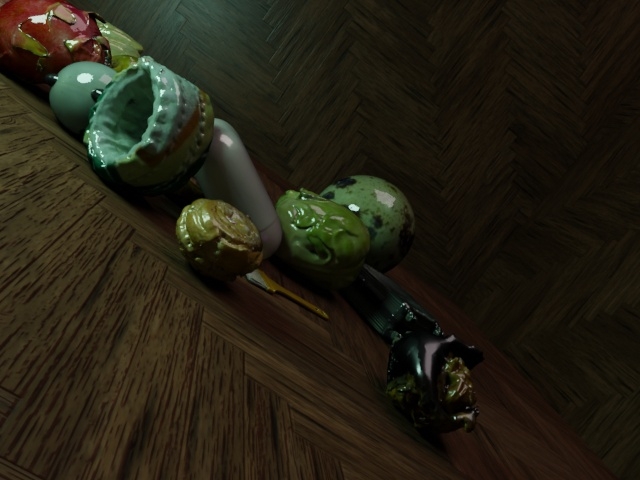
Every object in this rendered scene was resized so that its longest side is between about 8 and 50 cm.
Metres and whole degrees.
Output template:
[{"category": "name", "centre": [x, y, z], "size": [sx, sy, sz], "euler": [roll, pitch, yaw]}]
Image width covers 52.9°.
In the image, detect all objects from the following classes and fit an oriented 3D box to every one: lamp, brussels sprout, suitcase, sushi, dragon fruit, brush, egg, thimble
[{"category": "lamp", "centre": [-0.540, -0.325, 1.559], "size": [0.198, 0.197, 0.244], "euler": [39, -7, 16]}, {"category": "brussels sprout", "centre": [0.000, 0.000, 1.833], "size": [0.328, 0.247, 0.328], "euler": [21, 6, -2]}, {"category": "suitcase", "centre": [0.211, 0.206, 1.935], "size": [0.202, 0.128, 0.312], "euler": [31, 10, -40]}, {"category": "sushi", "centre": [0.236, 0.302, 1.331], "size": [0.200, 0.204, 0.213], "euler": [13, -32, 1]}, {"category": "dragon fruit", "centre": [-0.688, -0.505, 1.616], "size": [0.315, 0.250, 0.250], "euler": [17, -3, 29]}, {"category": "brush", "centre": [-0.078, 0.129, 1.530], "size": [0.272, 0.013, 0.103], "euler": [34, 9, -31]}, {"category": "egg", "centre": [0.123, -0.044, 2.158], "size": [0.345, 0.345, 0.428], "euler": [34, -18, -23]}, {"category": "thimble", "centre": [-0.371, -0.246, 1.399], "size": [0.254, 0.288, 0.167], "euler": [7, -12, 32]}]

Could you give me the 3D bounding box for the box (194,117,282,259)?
[{"category": "box", "centre": [-0.214, -0.130, 1.594], "size": [0.349, 0.141, 0.288], "euler": [65, -4, -21]}]

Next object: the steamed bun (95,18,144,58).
[{"category": "steamed bun", "centre": [-0.727, -0.616, 2.253], "size": [0.372, 0.230, 0.325], "euler": [39, 4, 29]}]

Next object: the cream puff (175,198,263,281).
[{"category": "cream puff", "centre": [-0.203, 0.004, 1.262], "size": [0.189, 0.129, 0.189], "euler": [41, 18, -16]}]

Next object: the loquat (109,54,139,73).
[{"category": "loquat", "centre": [-0.600, -0.462, 2.032], "size": [0.213, 0.213, 0.246], "euler": [42, -14, 34]}]

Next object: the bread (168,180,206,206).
[{"category": "bread", "centre": [-0.365, -0.142, 1.668], "size": [0.193, 0.064, 0.193], "euler": [39, 2, -2]}]

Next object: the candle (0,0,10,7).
[{"category": "candle", "centre": [-0.941, -0.683, 2.040], "size": [0.287, 0.131, 0.317], "euler": [35, 8, -37]}]
